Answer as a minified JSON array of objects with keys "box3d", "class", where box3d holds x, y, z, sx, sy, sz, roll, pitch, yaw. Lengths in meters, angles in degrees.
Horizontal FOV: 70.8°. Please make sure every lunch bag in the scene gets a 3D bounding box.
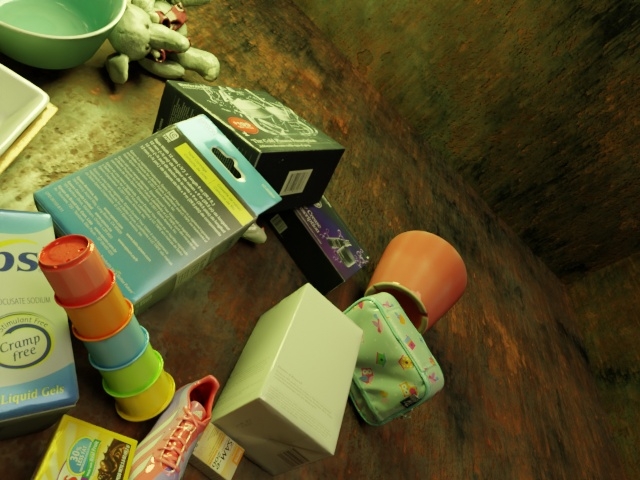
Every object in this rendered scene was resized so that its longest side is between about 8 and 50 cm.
[{"box3d":[0.136,0.285,1.063,0.108,0.224,0.279,1,53,-54],"class":"lunch bag"}]

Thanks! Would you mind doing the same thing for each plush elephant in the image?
[{"box3d":[-0.415,-0.519,1.113,0.331,0.271,0.255,5,36,-13],"class":"plush elephant"}]

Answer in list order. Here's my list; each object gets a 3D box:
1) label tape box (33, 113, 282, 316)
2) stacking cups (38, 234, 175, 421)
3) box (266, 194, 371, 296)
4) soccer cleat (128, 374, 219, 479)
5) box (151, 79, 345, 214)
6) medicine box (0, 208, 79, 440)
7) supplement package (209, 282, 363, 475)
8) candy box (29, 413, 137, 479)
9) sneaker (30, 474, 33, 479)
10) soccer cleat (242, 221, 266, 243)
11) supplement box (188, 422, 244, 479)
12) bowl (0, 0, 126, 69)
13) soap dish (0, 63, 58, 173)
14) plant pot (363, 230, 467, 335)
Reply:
[{"box3d":[-0.285,-0.058,0.843,0.249,0.115,0.348,48,56,4],"class":"label tape box"},{"box3d":[-0.301,0.130,0.636,0.096,0.096,0.316,-75,162,-50],"class":"stacking cups"},{"box3d":[0.000,0.000,1.265,0.261,0.103,0.184,54,31,3],"class":"box"},{"box3d":[-0.216,0.299,0.679,0.083,0.095,0.248,45,12,-12],"class":"soccer cleat"},{"box3d":[-0.172,-0.229,1.111,0.313,0.178,0.343,38,29,21],"class":"box"},{"box3d":[-0.481,0.109,0.557,0.264,0.149,0.289,3,58,-48],"class":"medicine box"},{"box3d":[-0.056,0.264,0.889,0.175,0.178,0.292,42,36,-14],"class":"supplement package"},{"box3d":[-0.281,0.304,0.507,0.105,0.027,0.205,33,22,-24],"class":"candy box"},{"box3d":[-0.262,0.427,0.575,0.180,0.125,0.320,19,42,-58],"class":"sneaker"},{"box3d":[-0.218,-0.038,1.082,0.196,0.068,0.076,36,57,-25],"class":"soccer cleat"},{"box3d":[-0.187,0.361,0.772,0.098,0.036,0.062,44,35,-13],"class":"supplement box"},{"box3d":[-0.575,-0.479,0.926,0.312,0.163,0.311,14,60,-24],"class":"bowl"},{"box3d":[-0.623,-0.224,0.718,0.291,0.118,0.228,33,39,-27],"class":"soap dish"},{"box3d":[0.265,0.144,1.323,0.274,0.275,0.243,51,42,-2],"class":"plant pot"}]
